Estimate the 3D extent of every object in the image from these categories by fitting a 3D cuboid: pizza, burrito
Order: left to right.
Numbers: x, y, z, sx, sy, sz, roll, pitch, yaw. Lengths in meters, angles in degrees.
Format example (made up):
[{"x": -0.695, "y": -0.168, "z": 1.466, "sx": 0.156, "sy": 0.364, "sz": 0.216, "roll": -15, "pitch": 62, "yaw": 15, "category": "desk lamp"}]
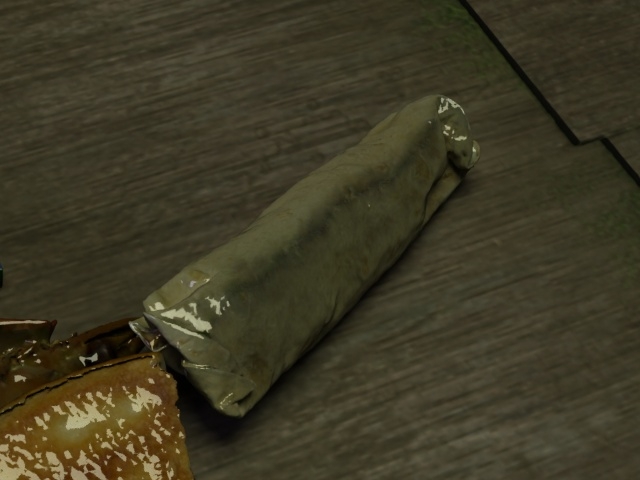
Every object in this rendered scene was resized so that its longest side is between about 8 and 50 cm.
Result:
[{"x": -0.111, "y": 0.165, "z": 0.937, "sx": 0.201, "sy": 0.053, "sz": 0.193, "roll": -31, "pitch": 72, "yaw": -31, "category": "pizza"}, {"x": 0.000, "y": 0.000, "z": 1.107, "sx": 0.082, "sy": 0.059, "sz": 0.275, "roll": 50, "pitch": 50, "yaw": -4, "category": "burrito"}]

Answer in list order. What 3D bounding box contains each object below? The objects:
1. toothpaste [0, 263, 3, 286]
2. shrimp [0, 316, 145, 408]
[{"x": -0.200, "y": -0.007, "z": 1.105, "sx": 0.020, "sy": 0.017, "sz": 0.083, "roll": -12, "pitch": 53, "yaw": -21, "category": "toothpaste"}, {"x": -0.208, "y": 0.080, "z": 1.002, "sx": 0.267, "sy": 0.061, "sz": 0.145, "roll": -18, "pitch": 45, "yaw": -23, "category": "shrimp"}]
